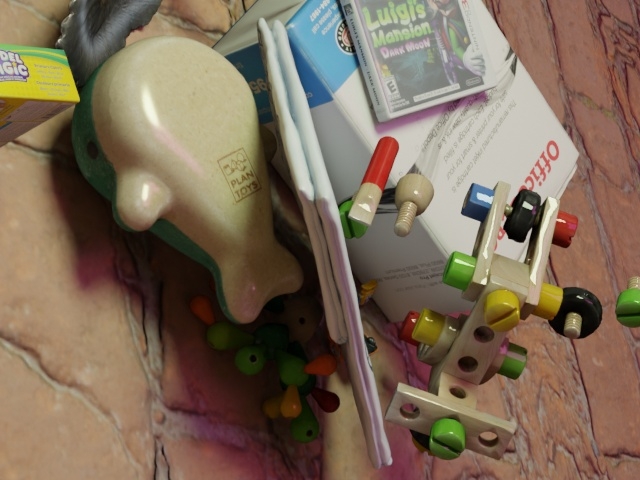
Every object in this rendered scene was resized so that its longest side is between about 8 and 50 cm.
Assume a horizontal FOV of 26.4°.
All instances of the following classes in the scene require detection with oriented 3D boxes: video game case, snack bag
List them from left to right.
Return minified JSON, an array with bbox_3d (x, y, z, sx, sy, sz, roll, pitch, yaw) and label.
[{"bbox_3d":[0.000,0.000,1.322,0.323,0.037,0.342,-106,-178,-52],"label":"snack bag"},{"bbox_3d":[0.104,-0.228,1.461,0.190,0.022,0.173,-21,94,-42],"label":"video game case"}]

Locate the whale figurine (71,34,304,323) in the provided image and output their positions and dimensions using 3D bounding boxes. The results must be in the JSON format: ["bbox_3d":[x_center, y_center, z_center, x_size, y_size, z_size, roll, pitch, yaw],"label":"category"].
[{"bbox_3d":[-0.125,-0.050,1.260,0.216,0.141,0.272,-36,99,-48],"label":"whale figurine"}]

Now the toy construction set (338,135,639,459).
[{"bbox_3d":[0.129,0.071,1.355,0.309,0.257,0.237,44,36,-15],"label":"toy construction set"}]

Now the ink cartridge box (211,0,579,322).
[{"bbox_3d":[0.092,-0.144,1.563,0.395,0.166,0.285,53,51,-20],"label":"ink cartridge box"}]

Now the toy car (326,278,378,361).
[{"bbox_3d":[0.047,0.098,1.511,0.060,0.040,0.122,32,38,11],"label":"toy car"}]

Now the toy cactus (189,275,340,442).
[{"bbox_3d":[-0.036,0.086,1.364,0.219,0.112,0.180,57,23,0],"label":"toy cactus"}]

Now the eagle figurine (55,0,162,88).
[{"bbox_3d":[-0.191,-0.303,1.330,0.298,0.225,0.226,-29,51,-29],"label":"eagle figurine"}]

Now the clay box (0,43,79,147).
[{"bbox_3d":[-0.309,-0.108,1.046,0.222,0.127,0.053,-2,72,-57],"label":"clay box"}]
